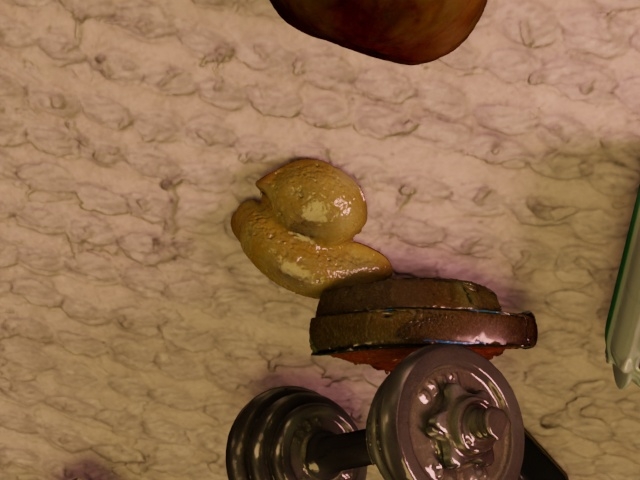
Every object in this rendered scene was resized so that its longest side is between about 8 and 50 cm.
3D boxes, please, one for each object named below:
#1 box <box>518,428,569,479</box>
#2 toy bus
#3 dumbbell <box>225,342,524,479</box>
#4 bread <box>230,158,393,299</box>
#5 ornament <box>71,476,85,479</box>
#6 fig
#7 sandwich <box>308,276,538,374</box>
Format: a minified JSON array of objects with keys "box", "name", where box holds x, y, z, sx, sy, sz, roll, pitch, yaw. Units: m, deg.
[{"box":[0.188,0.285,1.400,0.144,0.090,0.201,-35,108,24],"name":"box"},{"box":[0.385,0.043,1.208,0.165,0.133,0.276,9,119,4],"name":"toy bus"},{"box":[0.050,0.220,1.268,0.179,0.179,0.406,46,144,-16],"name":"dumbbell"},{"box":[0.000,0.000,1.290,0.188,0.065,0.149,35,114,-9],"name":"bread"},{"box":[-0.247,0.415,1.527,0.130,0.120,0.285,-9,120,37],"name":"ornament"},{"box":[0.077,-0.321,1.046,0.217,0.217,0.320,20,98,-2],"name":"fig"},{"box":[0.115,0.091,1.293,0.235,0.079,0.159,-6,162,12],"name":"sandwich"}]
